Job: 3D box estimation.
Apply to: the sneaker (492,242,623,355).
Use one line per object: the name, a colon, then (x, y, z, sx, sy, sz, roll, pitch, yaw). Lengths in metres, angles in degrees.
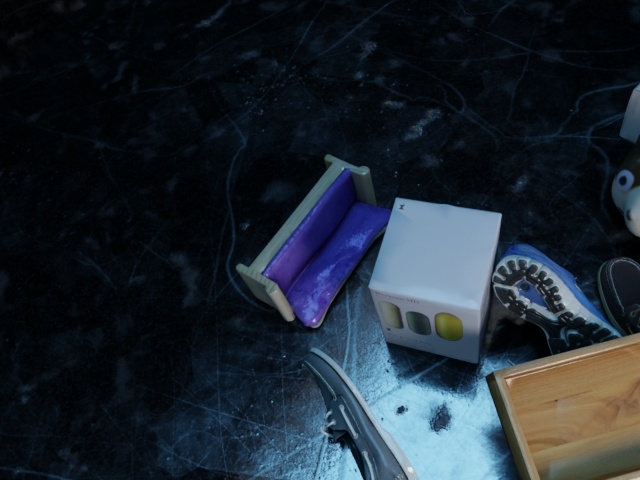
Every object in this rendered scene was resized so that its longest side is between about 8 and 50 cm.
sneaker: (0.456, 0.127, 1.075, 0.129, 0.330, 0.147, -37, 9, 35)

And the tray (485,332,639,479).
tray: (0.496, 0.259, 0.923, 0.410, 0.076, 0.203, -14, 69, -3)

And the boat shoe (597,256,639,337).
boat shoe: (0.628, 0.161, 1.070, 0.123, 0.123, 0.342, -15, 57, 4)

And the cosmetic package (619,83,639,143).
cosmetic package: (0.830, -0.357, 1.317, 0.309, 0.160, 0.113, -41, 58, -14)

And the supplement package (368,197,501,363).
supplement package: (0.227, 0.082, 1.130, 0.199, 0.263, 0.198, 11, 62, 20)

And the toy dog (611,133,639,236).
toy dog: (0.771, -0.078, 1.093, 0.407, 0.285, 0.396, 15, 64, 23)

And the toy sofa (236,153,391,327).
toy sofa: (0.000, 0.000, 1.303, 0.177, 0.150, 0.363, 28, 69, 28)

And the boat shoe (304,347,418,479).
boat shoe: (0.049, 0.343, 1.104, 0.099, 0.116, 0.319, -34, 63, -13)

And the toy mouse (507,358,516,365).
toy mouse: (0.399, 0.279, 1.108, 0.160, 0.031, 0.143, -25, 57, -2)
